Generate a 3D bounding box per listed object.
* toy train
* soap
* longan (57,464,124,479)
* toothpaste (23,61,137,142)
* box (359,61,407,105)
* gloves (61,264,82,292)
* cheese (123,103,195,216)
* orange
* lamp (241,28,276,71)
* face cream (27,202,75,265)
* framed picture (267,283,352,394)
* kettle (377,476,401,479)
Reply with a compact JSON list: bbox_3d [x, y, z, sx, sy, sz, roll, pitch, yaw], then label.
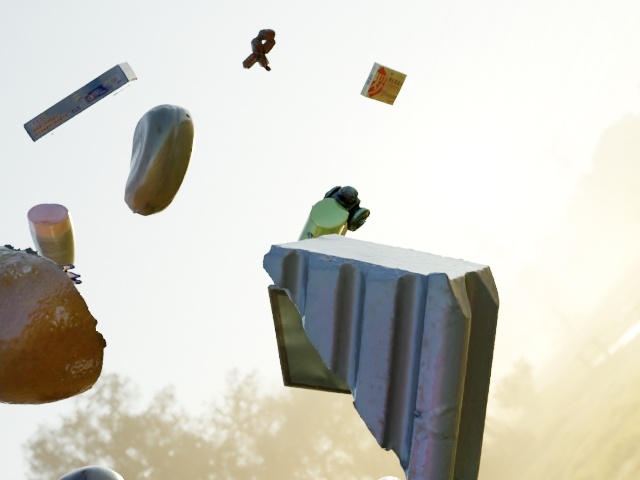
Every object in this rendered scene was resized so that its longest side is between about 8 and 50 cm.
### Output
[{"bbox_3d":[0.000,0.000,2.240,0.157,0.105,0.253,-35,-19,-38],"label":"toy train"},{"bbox_3d":[0.068,0.150,1.352,0.159,0.257,0.302,-21,-61,-61],"label":"soap"},{"bbox_3d":[-0.418,0.508,1.999,0.212,0.198,0.198,-63,-10,-4],"label":"longan"},{"bbox_3d":[-0.537,-0.309,2.520,0.272,0.053,0.066,-29,9,15],"label":"toothpaste"},{"bbox_3d":[0.103,-0.253,1.822,0.093,0.015,0.058,5,-68,-57],"label":"box"},{"bbox_3d":[-0.481,0.077,2.083,0.026,0.086,0.064,-47,-47,-79],"label":"gloves"},{"bbox_3d":[-0.289,-0.141,1.996,0.175,0.091,0.203,-32,44,58],"label":"cheese"},{"bbox_3d":[-0.504,0.143,1.838,0.274,0.274,0.310,-49,30,0],"label":"orange"},{"bbox_3d":[-0.102,-0.340,2.005,0.063,0.031,0.083,-10,-46,-44],"label":"lamp"},{"bbox_3d":[-0.530,-0.006,2.231,0.084,0.057,0.198,-2,-29,-9],"label":"face cream"},{"bbox_3d":[0.014,0.155,1.678,0.231,0.173,0.010,85,-164,-44],"label":"framed picture"},{"bbox_3d":[0.004,0.495,1.718,0.342,0.247,0.319,-51,-5,34],"label":"kettle"}]
